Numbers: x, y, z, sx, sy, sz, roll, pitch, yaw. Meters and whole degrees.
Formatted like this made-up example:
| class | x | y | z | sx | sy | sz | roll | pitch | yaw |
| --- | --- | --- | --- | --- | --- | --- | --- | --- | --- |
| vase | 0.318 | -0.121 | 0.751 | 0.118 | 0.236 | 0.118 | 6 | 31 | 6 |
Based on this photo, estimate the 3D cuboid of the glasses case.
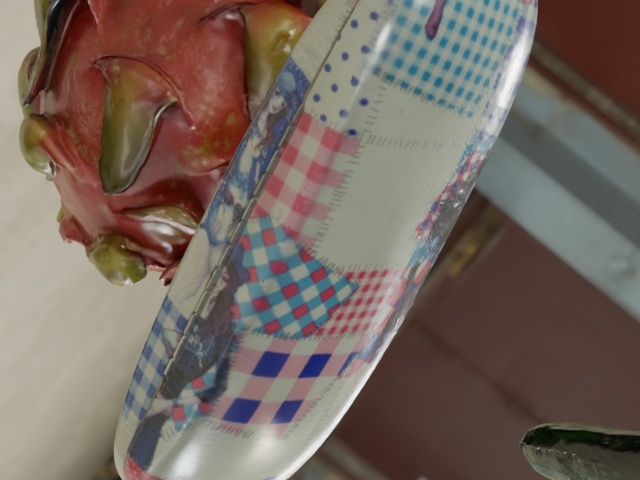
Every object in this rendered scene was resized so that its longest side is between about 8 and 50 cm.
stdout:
| class | x | y | z | sx | sy | sz | roll | pitch | yaw |
| --- | --- | --- | --- | --- | --- | --- | --- | --- | --- |
| glasses case | 0.000 | 0.000 | 0.930 | 0.125 | 0.076 | 0.327 | -4 | 129 | -49 |

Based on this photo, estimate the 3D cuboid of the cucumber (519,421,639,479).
| class | x | y | z | sx | sy | sz | roll | pitch | yaw |
| --- | --- | --- | --- | --- | --- | --- | --- | --- | --- |
| cucumber | 0.148 | 0.092 | 0.792 | 0.033 | 0.036 | 0.184 | -18 | -170 | -40 |

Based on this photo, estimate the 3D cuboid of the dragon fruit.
| class | x | y | z | sx | sy | sz | roll | pitch | yaw |
| --- | --- | --- | --- | --- | --- | --- | --- | --- | --- |
| dragon fruit | -0.056 | -0.110 | 1.236 | 0.307 | 0.243 | 0.227 | -24 | -153 | 13 |
